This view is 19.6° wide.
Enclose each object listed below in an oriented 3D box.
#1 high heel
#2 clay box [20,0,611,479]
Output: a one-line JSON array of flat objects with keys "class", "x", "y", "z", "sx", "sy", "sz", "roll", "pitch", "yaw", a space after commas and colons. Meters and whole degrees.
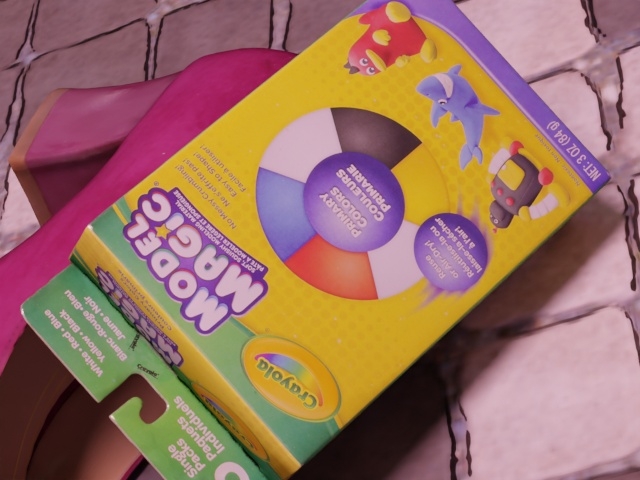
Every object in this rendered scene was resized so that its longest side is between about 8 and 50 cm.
[{"class": "high heel", "x": -0.074, "y": 0.054, "z": 0.775, "sx": 0.181, "sy": 0.127, "sz": 0.377, "roll": -3, "pitch": 49, "yaw": 19}, {"class": "clay box", "x": 0.000, "y": 0.000, "z": 0.759, "sx": 0.222, "sy": 0.127, "sz": 0.053, "roll": -42, "pitch": -2, "yaw": -25}]
